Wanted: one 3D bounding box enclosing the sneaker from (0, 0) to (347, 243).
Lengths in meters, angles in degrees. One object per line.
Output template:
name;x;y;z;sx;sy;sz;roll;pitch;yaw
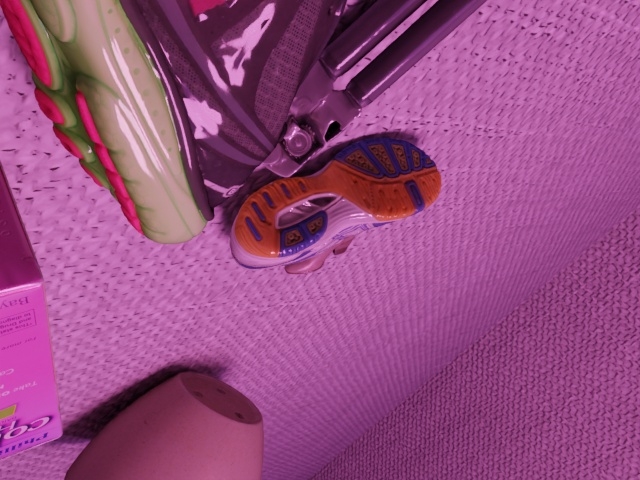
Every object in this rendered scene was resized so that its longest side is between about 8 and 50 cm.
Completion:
sneaker;-0.086;-0.192;0.349;0.202;0.185;0.483;-40;163;-26

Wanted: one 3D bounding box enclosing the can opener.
can opener;0.039;-0.175;0.617;0.283;0.076;0.095;-39;-174;15

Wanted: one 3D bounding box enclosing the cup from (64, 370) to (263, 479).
cup;-0.230;0.370;1.054;0.237;0.331;0.331;-61;151;1

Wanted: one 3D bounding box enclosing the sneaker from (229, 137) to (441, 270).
sneaker;0.015;-0.046;0.789;0.296;0.112;0.131;-18;169;-24

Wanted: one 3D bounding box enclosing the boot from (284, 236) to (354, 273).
boot;0.000;0.000;0.904;0.118;0.042;0.087;-24;147;-18

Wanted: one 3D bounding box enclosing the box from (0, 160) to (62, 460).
box;-0.276;0.024;0.429;0.117;0.214;0.243;-17;152;-29
